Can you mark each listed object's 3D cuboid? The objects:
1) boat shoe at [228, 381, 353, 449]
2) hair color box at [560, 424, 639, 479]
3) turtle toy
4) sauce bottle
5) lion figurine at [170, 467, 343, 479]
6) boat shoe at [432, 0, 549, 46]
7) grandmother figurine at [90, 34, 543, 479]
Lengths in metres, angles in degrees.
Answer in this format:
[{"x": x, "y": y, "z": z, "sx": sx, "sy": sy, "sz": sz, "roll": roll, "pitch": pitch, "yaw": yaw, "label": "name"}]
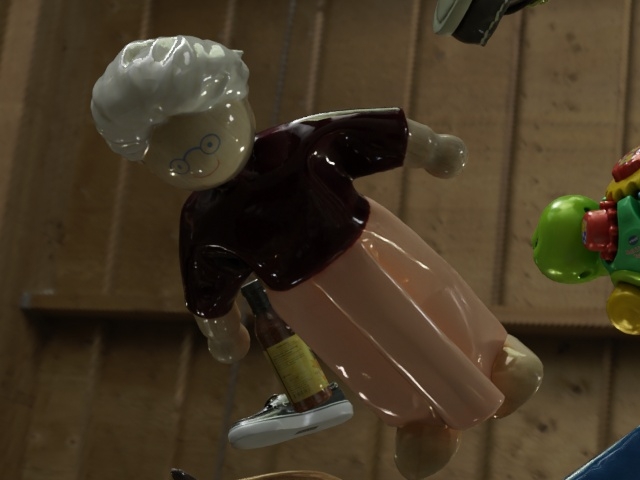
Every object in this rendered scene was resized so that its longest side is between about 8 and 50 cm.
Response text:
[{"x": -0.032, "y": 0.166, "z": 1.283, "sx": 0.049, "sy": 0.142, "sz": 0.040, "roll": -44, "pitch": -118, "yaw": 45, "label": "boat shoe"}, {"x": 0.081, "y": 0.209, "z": 0.403, "sx": 0.105, "sy": 0.347, "sz": 0.174, "roll": -27, "pitch": -117, "yaw": -32, "label": "hair color box"}, {"x": 0.154, "y": -0.008, "z": 0.627, "sx": 0.066, "sy": 0.095, "sz": 0.130, "roll": 50, "pitch": -42, "yaw": -4, "label": "turtle toy"}, {"x": -0.033, "y": 0.094, "z": 1.227, "sx": 0.042, "sy": 0.042, "sz": 0.128, "roll": -25, "pitch": -88, "yaw": 13, "label": "sauce bottle"}, {"x": 0.029, "y": 0.351, "z": 1.257, "sx": 0.240, "sy": 0.142, "sz": 0.392, "roll": -22, "pitch": -86, "yaw": -19, "label": "lion figurine"}, {"x": 0.132, "y": -0.192, "z": 0.855, "sx": 0.069, "sy": 0.081, "sz": 0.227, "roll": 31, "pitch": -133, "yaw": -6, "label": "boat shoe"}, {"x": 0.000, "y": 0.000, "z": 0.821, "sx": 0.208, "sy": 0.342, "sz": 0.104, "roll": -45, "pitch": -152, "yaw": 4, "label": "grandmother figurine"}]
